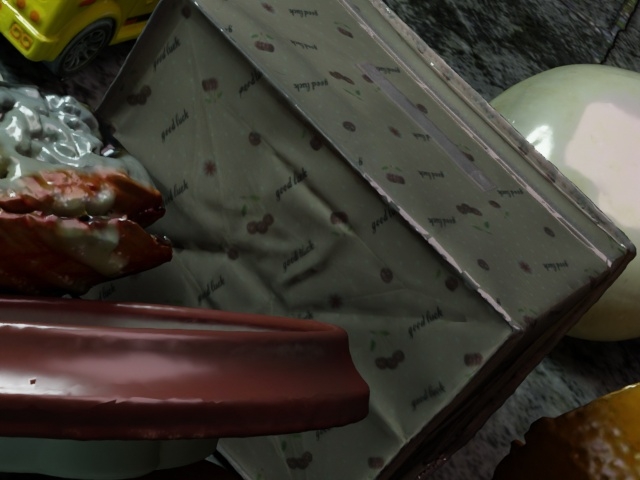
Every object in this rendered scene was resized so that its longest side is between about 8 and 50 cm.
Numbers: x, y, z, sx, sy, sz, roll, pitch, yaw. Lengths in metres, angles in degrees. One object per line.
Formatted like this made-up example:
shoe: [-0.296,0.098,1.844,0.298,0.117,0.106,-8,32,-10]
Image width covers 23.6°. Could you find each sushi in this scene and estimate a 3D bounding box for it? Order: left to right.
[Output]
sushi: [-0.245,-0.047,0.865,0.332,0.124,0.130,14,49,-27]

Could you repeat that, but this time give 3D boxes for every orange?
orange: [0.278,0.146,1.062,0.274,0.274,0.310,40,37,2]

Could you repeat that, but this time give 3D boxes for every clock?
clock: [-0.134,0.070,0.740,0.319,0.080,0.318,5,0,0]

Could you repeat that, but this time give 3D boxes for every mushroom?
mushroom: [0.230,-0.030,1.312,0.246,0.202,0.246,2,76,-7]

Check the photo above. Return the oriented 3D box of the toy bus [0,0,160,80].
toy bus: [-0.149,-0.246,1.218,0.144,0.152,0.330,44,32,10]

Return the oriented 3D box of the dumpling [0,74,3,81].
dumpling: [-0.243,-0.103,1.048,0.052,0.057,0.076,-35,42,-22]

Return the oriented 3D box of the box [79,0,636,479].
box: [0.000,0.000,0.985,0.297,0.225,0.190,46,31,14]

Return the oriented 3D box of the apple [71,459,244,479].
apple: [-0.080,0.179,0.773,0.153,0.120,0.153,28,33,-21]
